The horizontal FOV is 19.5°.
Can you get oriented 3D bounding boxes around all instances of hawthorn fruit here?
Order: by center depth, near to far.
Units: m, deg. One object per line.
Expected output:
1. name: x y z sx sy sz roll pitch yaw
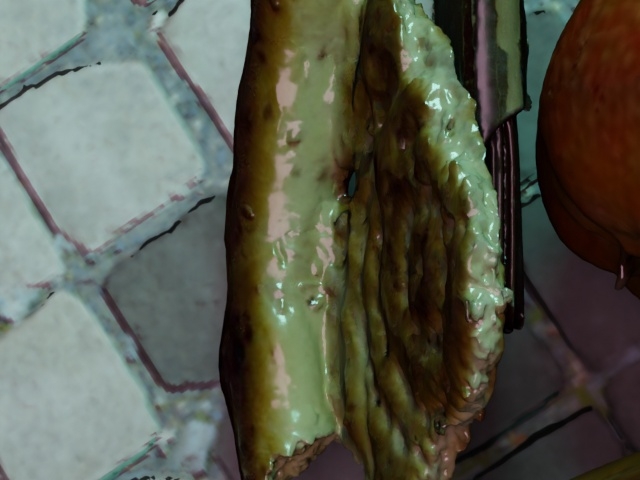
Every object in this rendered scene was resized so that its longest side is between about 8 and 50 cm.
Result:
1. hawthorn fruit: 0.190 -0.061 0.699 0.196 0.196 0.225 34 78 9

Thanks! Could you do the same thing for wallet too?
1. wallet: 0.063 -0.075 0.749 0.031 0.122 0.232 -1 89 -4

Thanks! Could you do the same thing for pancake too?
1. pancake: 0.001 0.000 0.747 0.056 0.212 0.257 1 52 -22

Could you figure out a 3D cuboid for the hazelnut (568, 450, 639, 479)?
1. hazelnut: 0.156 0.251 0.590 0.359 0.359 0.409 -36 46 9
